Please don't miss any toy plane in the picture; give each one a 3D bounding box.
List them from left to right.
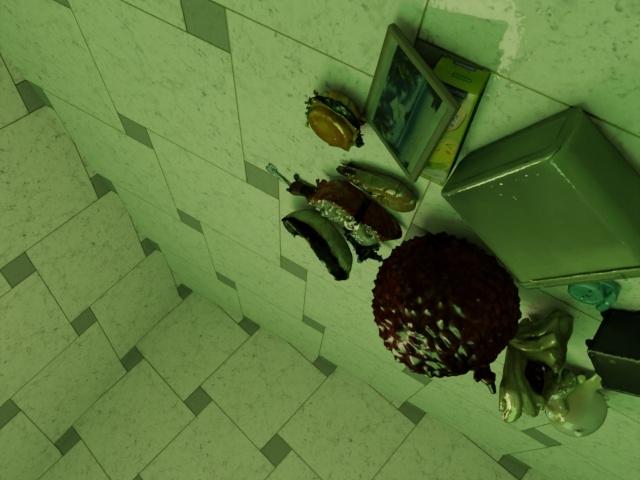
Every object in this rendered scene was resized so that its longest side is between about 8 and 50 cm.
[{"bbox_3d":[0.148,0.032,1.704,0.169,0.078,0.246,36,-171,-2],"label":"toy plane"}]

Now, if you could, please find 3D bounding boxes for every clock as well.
[{"bbox_3d":[0.718,0.130,1.356,0.147,0.045,0.108,25,153,18],"label":"clock"}]

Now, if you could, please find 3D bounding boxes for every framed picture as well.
[{"bbox_3d":[0.187,-0.290,1.118,0.231,0.024,0.315,57,166,15],"label":"framed picture"}]

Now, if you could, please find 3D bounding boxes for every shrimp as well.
[{"bbox_3d":[0.163,-0.159,1.488,0.267,0.061,0.145,26,164,12],"label":"shrimp"}]

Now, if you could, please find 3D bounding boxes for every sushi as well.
[{"bbox_3d":[0.109,-0.084,1.606,0.332,0.124,0.130,38,147,-15],"label":"sushi"}]

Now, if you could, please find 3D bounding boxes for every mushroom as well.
[{"bbox_3d":[0.001,-0.002,1.811,0.344,0.130,0.247,44,176,47],"label":"mushroom"}]

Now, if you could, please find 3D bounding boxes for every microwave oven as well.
[{"bbox_3d":[0.870,0.297,1.316,0.248,0.188,0.178,5,137,53],"label":"microwave oven"}]

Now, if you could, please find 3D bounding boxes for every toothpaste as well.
[{"bbox_3d":[0.279,-0.258,1.143,0.110,0.077,0.327,28,155,14],"label":"toothpaste"}]

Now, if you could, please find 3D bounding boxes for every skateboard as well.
[{"bbox_3d":[-0.041,-0.161,1.733,0.152,0.067,0.080,25,163,9],"label":"skateboard"}]

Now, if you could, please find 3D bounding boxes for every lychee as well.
[{"bbox_3d":[0.372,0.210,1.457,0.499,0.425,0.424,55,160,16],"label":"lychee"}]

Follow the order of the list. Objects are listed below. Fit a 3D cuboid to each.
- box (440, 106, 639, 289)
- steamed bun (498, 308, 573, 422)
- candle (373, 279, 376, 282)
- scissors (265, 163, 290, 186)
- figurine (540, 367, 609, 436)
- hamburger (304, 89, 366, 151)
[{"bbox_3d":[0.505,-0.071,1.098,0.344,0.177,0.352,42,155,-15],"label":"box"},{"bbox_3d":[0.654,0.332,1.486,0.190,0.428,0.247,-13,99,36],"label":"steamed bun"},{"bbox_3d":[0.271,0.221,2.086,0.026,0.021,0.167,-21,123,37],"label":"candle"},{"bbox_3d":[-0.146,-0.227,1.784,0.119,0.014,0.058,41,155,-9],"label":"scissors"},{"bbox_3d":[0.851,0.490,1.746,0.394,0.226,0.275,48,123,-5],"label":"figurine"},{"bbox_3d":[0.044,-0.314,1.299,0.190,0.093,0.164,41,163,-10],"label":"hamburger"}]
